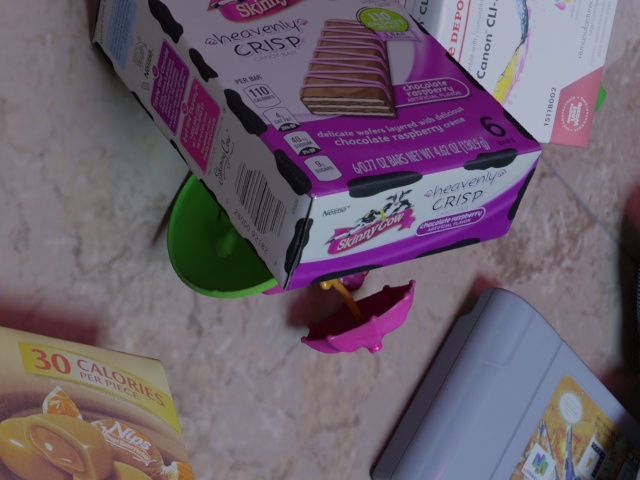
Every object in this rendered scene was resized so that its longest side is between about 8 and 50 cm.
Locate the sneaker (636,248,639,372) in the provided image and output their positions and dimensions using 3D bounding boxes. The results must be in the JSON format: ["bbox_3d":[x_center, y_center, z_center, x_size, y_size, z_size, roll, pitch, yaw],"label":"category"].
[{"bbox_3d":[0.395,0.024,1.258,0.341,0.125,0.140,-8,92,-41],"label":"sneaker"}]

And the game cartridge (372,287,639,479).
[{"bbox_3d":[0.170,0.201,1.124,0.297,0.062,0.198,45,60,-31],"label":"game cartridge"}]

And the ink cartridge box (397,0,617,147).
[{"bbox_3d":[0.105,-0.133,1.032,0.198,0.067,0.115,3,101,-34],"label":"ink cartridge box"}]

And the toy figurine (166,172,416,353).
[{"bbox_3d":[0.000,0.000,0.963,0.159,0.130,0.173,47,37,-45],"label":"toy figurine"}]

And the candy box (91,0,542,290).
[{"bbox_3d":[-0.008,-0.086,0.852,0.159,0.233,0.071,-14,138,-33],"label":"candy box"}]

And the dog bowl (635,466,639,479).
[{"bbox_3d":[0.337,0.286,1.164,0.349,0.102,0.349,-6,97,-57],"label":"dog bowl"}]

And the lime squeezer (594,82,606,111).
[{"bbox_3d":[0.141,-0.228,1.100,0.110,0.059,0.310,-48,126,7],"label":"lime squeezer"}]

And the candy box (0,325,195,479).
[{"bbox_3d":[-0.207,0.125,0.731,0.316,0.087,0.183,16,39,-38],"label":"candy box"}]
